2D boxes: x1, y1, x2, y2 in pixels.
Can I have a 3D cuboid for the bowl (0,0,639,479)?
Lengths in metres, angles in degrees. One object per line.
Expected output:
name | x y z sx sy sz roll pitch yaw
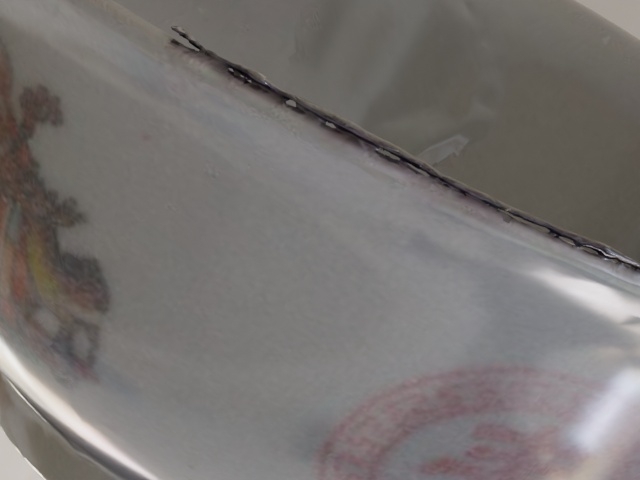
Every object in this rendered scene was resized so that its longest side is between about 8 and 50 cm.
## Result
bowl | 0.000 0.000 0.565 0.345 0.345 0.157 41 -68 35
